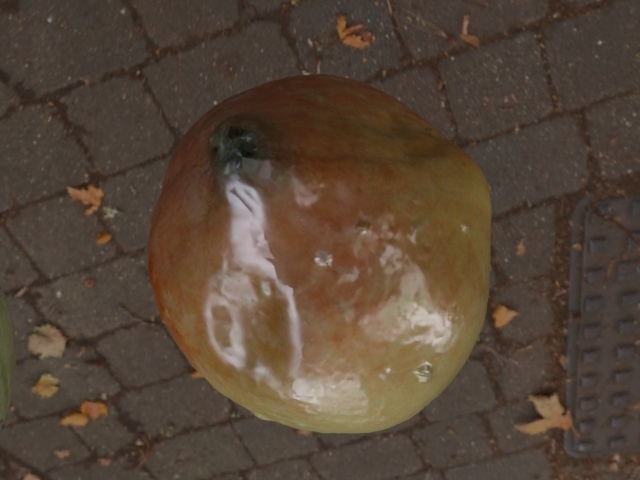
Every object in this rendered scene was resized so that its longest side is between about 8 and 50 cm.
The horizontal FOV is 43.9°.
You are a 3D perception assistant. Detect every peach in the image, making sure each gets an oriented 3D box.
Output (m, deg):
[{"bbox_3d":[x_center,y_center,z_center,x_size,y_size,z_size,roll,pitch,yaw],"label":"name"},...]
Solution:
[{"bbox_3d":[0.000,0.000,0.465,0.232,0.232,0.232,-2,125,-3],"label":"peach"}]

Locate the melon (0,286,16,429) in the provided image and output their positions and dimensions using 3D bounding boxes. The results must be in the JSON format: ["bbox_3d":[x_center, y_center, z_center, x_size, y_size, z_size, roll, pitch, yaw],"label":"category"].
[{"bbox_3d":[-0.502,0.165,0.932,0.268,0.268,0.330,7,86,-8],"label":"melon"}]
